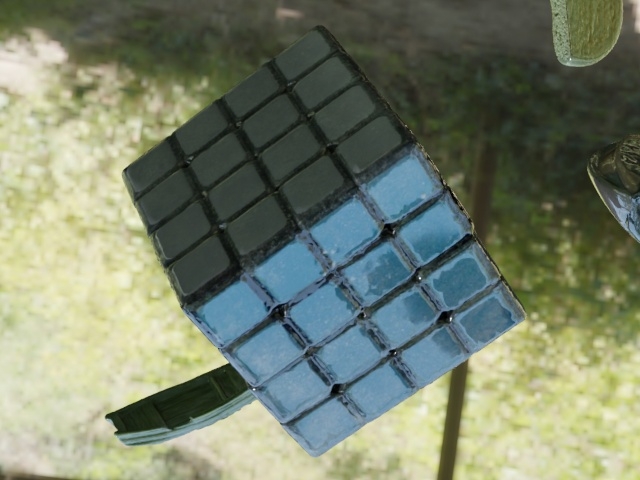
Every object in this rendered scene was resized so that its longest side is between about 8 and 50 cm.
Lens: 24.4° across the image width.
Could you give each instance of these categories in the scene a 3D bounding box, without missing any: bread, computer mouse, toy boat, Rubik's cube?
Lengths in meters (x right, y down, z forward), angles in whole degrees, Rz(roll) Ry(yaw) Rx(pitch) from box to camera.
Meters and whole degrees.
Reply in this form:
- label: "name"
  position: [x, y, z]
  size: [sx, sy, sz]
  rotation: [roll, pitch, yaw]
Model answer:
- label: "bread"
  position: [0.317, -0.297, 1.781]
  size: [0.112, 0.193, 0.036]
  rotation: [2, 169, -38]
- label: "computer mouse"
  position: [0.506, -0.020, 1.811]
  size: [0.389, 0.115, 0.199]
  rotation: [20, -139, 4]
- label: "toy boat"
  position: [-0.159, 0.221, 2.113]
  size: [0.293, 0.055, 0.093]
  rotation: [-24, -149, -12]
- label: "Rubik's cube"
  position: [0.000, 0.000, 1.876]
  size: [0.337, 0.344, 0.344]
  rotation: [50, -174, -38]
